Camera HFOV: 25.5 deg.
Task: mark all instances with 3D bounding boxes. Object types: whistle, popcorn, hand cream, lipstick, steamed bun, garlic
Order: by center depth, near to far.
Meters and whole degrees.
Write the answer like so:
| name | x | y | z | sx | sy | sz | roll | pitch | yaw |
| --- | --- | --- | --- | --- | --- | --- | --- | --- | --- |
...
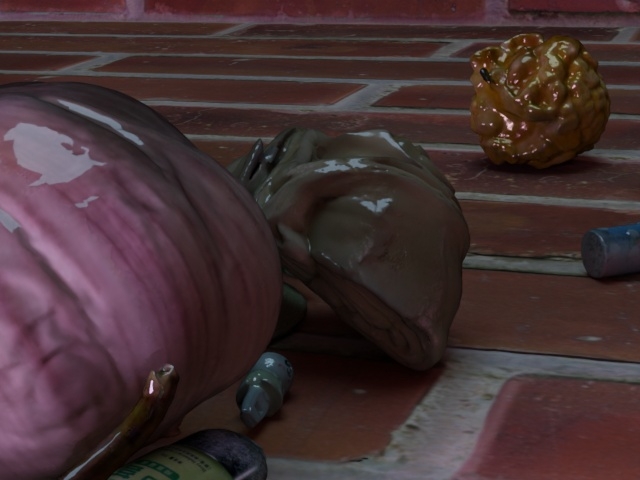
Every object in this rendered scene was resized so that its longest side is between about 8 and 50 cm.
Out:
| name | x | y | z | sx | sy | sz | roll | pitch | yaw |
| --- | --- | --- | --- | --- | --- | --- | --- | --- | --- |
| hand cream | -0.107 | 0.157 | 0.827 | 0.095 | 0.046 | 0.175 | 14 | 24 | 41 |
| garlic | -0.192 | 0.023 | 0.879 | 0.317 | 0.259 | 0.317 | -29 | 25 | 15 |
| whistle | -0.041 | 0.108 | 1.017 | 0.035 | 0.035 | 0.100 | 1 | 18 | 10 |
| steamed bun | 0.033 | -0.019 | 1.121 | 0.211 | 0.144 | 0.218 | 40 | 0 | -14 |
| lipstick | 0.323 | 0.003 | 1.317 | 0.157 | 0.048 | 0.048 | -7 | 17 | -17 |
| popcorn | 0.267 | -0.171 | 1.742 | 0.180 | 0.180 | 0.170 | 10 | -14 | 36 |

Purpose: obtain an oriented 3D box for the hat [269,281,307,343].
| name | x | y | z | sx | sy | sz | roll | pitch | yaw |
| --- | --- | --- | --- | --- | --- | --- | --- | --- | --- |
| hat | -0.141 | 0.005 | 1.219 | 0.257 | 0.130 | 0.257 | -2 | 15 | 1 |

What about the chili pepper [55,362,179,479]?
| name | x | y | z | sx | sy | sz | roll | pitch | yaw |
| --- | --- | --- | --- | --- | --- | --- | --- | --- | --- |
| chili pepper | -0.208 | 0.171 | 0.618 | 0.338 | 0.135 | 0.131 | -11 | 32 | -16 |

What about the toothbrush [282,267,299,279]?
| name | x | y | z | sx | sy | sz | roll | pitch | yaw |
| --- | --- | --- | --- | --- | --- | --- | --- | --- | --- |
| toothbrush | -0.070 | 0.006 | 1.370 | 0.024 | 0.018 | 0.257 | 39 | -8 | -28 |
